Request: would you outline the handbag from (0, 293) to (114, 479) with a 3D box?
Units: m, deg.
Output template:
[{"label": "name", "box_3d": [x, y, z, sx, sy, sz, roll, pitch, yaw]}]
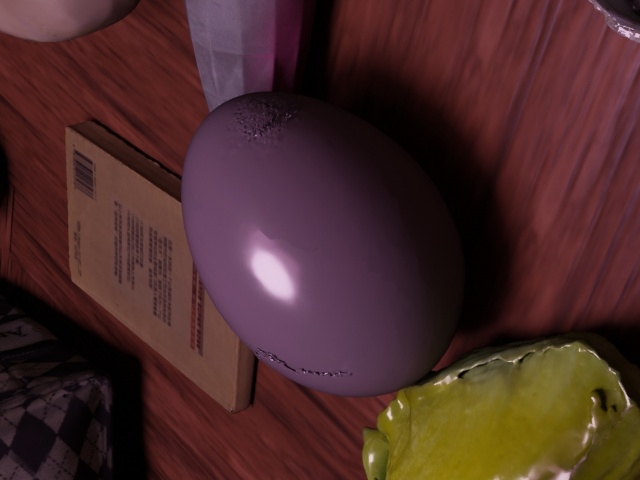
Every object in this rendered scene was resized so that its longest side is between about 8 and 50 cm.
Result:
[{"label": "handbag", "box_3d": [-0.335, 0.209, 1.205, 0.416, 0.180, 0.317, 25, 128, 49]}]

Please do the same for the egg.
[{"label": "egg", "box_3d": [0.000, 0.000, 0.717, 0.199, 0.146, 0.146, 51, 139, 11]}]

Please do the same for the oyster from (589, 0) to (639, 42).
[{"label": "oyster", "box_3d": [0.164, -0.136, 0.563, 0.098, 0.037, 0.100, 17, 100, 24]}]

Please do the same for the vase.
[{"label": "vase", "box_3d": [-0.045, -0.100, 0.785, 0.086, 0.086, 0.214, 31, 133, 38]}]

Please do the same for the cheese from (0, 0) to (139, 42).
[{"label": "cheese", "box_3d": [-0.265, -0.324, 0.878, 0.351, 0.129, 0.329, 22, 127, 49]}]

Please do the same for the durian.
[{"label": "durian", "box_3d": [0.104, 0.132, 0.703, 0.250, 0.101, 0.139, -42, 41, 50]}]

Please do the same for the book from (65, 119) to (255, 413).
[{"label": "book", "box_3d": [-0.130, 0.016, 0.980, 0.231, 0.026, 0.161, 34, 131, 37]}]
